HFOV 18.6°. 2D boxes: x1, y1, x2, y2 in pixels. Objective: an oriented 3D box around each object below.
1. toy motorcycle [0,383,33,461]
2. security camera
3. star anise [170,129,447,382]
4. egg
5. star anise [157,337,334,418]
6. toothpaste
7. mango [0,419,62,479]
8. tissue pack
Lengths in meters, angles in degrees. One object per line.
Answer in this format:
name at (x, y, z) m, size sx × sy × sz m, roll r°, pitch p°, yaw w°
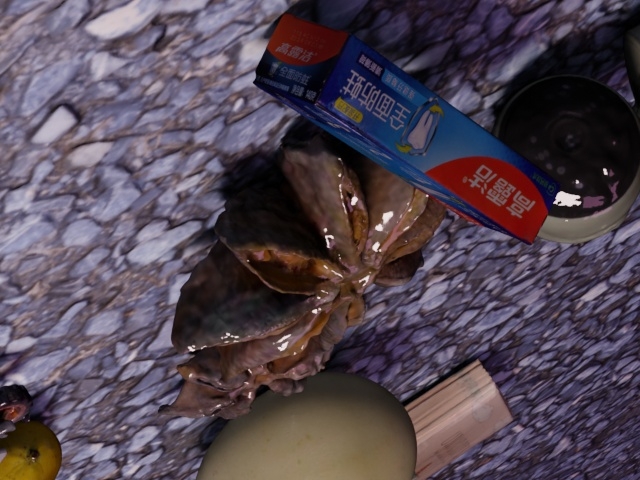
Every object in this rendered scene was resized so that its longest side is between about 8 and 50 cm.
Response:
toy motorcycle at (-0.345, 0.195, 1.706) m, size 0.215 × 0.080 × 0.122 m, roll -40°, pitch 158°, yaw 26°
security camera at (0.282, -0.102, 1.840) m, size 0.277 × 0.197 × 0.191 m, roll -25°, pitch 172°, yaw 1°
star anise at (-0.002, 0.002, 1.734) m, size 0.332 × 0.117 × 0.331 m, roll -29°, pitch 150°, yaw -18°
egg at (-0.017, 0.246, 2.126) m, size 0.254 × 0.188 × 0.188 m, roll -22°, pitch 157°, yaw -3°
star anise at (-0.074, 0.136, 1.983) m, size 0.172 × 0.063 × 0.208 m, roll -42°, pitch 157°, yaw 24°
toothpaste at (0.077, -0.084, 1.575) m, size 0.320 × 0.076 × 0.066 m, roll 28°, pitch 87°, yaw -48°
mango at (-0.287, 0.216, 1.824) m, size 0.103 × 0.076 × 0.161 m, roll -47°, pitch 175°, yaw -12°
tissue pack at (0.094, 0.280, 2.510) m, size 0.325 × 0.071 × 0.170 m, roll -34°, pitch 157°, yaw 0°
